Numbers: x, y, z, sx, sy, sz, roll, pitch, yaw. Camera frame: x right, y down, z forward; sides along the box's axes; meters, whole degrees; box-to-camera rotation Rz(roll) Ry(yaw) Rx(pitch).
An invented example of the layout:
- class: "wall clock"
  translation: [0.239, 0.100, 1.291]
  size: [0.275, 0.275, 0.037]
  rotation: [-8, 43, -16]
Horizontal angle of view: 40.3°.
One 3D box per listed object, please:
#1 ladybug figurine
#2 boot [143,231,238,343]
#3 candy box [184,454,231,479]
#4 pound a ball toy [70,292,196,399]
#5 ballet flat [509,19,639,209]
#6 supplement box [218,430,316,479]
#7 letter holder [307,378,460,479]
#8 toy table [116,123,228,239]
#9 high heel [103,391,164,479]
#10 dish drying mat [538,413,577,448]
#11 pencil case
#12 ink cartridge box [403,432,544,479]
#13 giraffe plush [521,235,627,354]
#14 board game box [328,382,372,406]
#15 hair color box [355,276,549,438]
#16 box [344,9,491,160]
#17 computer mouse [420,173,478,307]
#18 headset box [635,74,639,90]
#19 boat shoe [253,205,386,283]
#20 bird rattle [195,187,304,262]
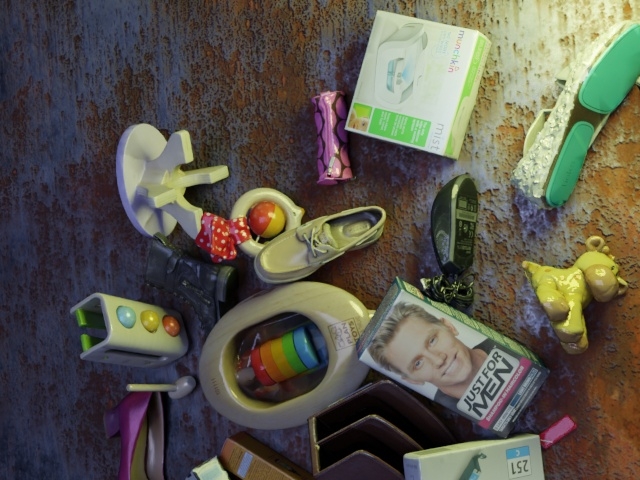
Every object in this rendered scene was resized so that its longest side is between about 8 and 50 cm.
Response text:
- class: "ladybug figurine"
  translation: [-0.058, 0.250, 1.940]
  size: [0.449, 0.162, 0.305]
  rotation: [-21, 83, 22]
- class: "boot"
  translation: [-0.312, 0.124, 2.052]
  size: [0.229, 0.091, 0.263]
  rotation: [18, 116, 16]
- class: "candy box"
  translation: [-0.223, 0.629, 2.023]
  size: [0.233, 0.071, 0.159]
  rotation: [55, 151, 12]
- class: "pound a ball toy"
  translation: [-0.406, 0.246, 2.029]
  size: [0.135, 0.319, 0.208]
  rotation: [-30, 64, 21]
- class: "ballet flat"
  translation: [0.494, -0.260, 1.724]
  size: [0.147, 0.147, 0.409]
  rotation: [30, 101, 19]
- class: "supplement box"
  translation: [-0.119, 0.535, 2.018]
  size: [0.233, 0.078, 0.080]
  rotation: [25, 100, 21]
- class: "letter holder"
  translation: [0.151, 0.446, 1.776]
  size: [0.214, 0.152, 0.302]
  rotation: [-32, 124, 18]
- class: "toy table"
  translation: [-0.353, -0.133, 2.026]
  size: [0.161, 0.252, 0.274]
  rotation: [5, 124, 35]
- class: "high heel"
  translation: [-0.409, 0.548, 2.107]
  size: [0.181, 0.127, 0.377]
  rotation: [-32, 75, 31]
- class: "dish drying mat"
  translation: [0.486, 0.395, 1.798]
  size: [0.083, 0.008, 0.032]
  rotation: [-42, 75, 18]
- class: "pencil case"
  translation: [0.025, -0.228, 1.933]
  size: [0.095, 0.098, 0.209]
  rotation: [-7, 88, 23]
- class: "ink cartridge box"
  translation: [0.315, 0.534, 1.732]
  size: [0.066, 0.296, 0.261]
  rotation: [-12, 83, 64]
- class: "giraffe plush"
  translation: [0.514, 0.094, 1.719]
  size: [0.170, 0.181, 0.210]
  rotation: [-27, 46, 11]
- class: "board game box"
  translation: [0.075, 0.363, 1.875]
  size: [0.103, 0.154, 0.026]
  rotation: [-28, 64, -6]
- class: "hair color box"
  translation: [0.262, 0.236, 1.760]
  size: [0.347, 0.105, 0.174]
  rotation: [29, 101, -7]
- class: "box"
  translation: [0.207, -0.324, 1.841]
  size: [0.231, 0.127, 0.262]
  rotation: [19, 97, 23]
- class: "computer mouse"
  translation: [0.264, -0.004, 1.813]
  size: [0.072, 0.188, 0.272]
  rotation: [3, 83, 36]
- class: "headset box"
  translation: [0.755, -0.334, 1.606]
  size: [0.246, 0.131, 0.283]
  rotation: [34, 104, 19]
- class: "boat shoe"
  translation: [0.000, 0.000, 1.867]
  size: [0.302, 0.098, 0.109]
  rotation: [-20, 76, -14]
- class: "bird rattle"
  translation: [-0.143, -0.020, 1.974]
  size: [0.253, 0.143, 0.207]
  rotation: [24, 73, -3]
